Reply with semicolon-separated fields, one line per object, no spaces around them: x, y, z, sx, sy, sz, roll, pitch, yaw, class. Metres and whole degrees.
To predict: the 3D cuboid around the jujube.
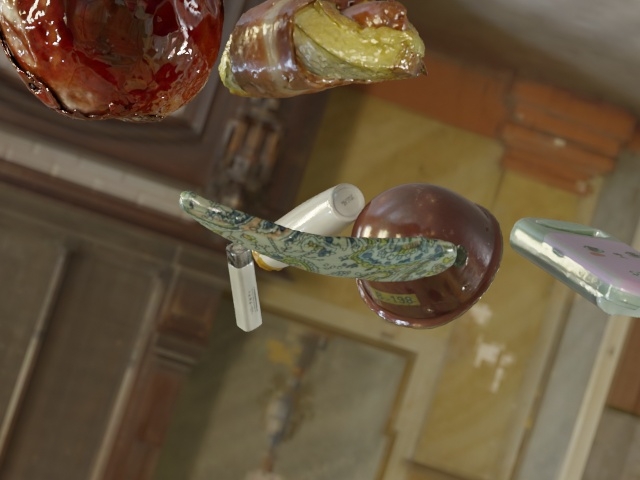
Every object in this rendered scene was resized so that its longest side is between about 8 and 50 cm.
-0.162;-0.208;1.159;0.183;0.243;0.183;-8;-179;0;jujube

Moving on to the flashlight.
-0.063;0.037;1.245;0.018;0.018;0.083;32;142;38;flashlight

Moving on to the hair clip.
0.000;0.002;1.155;0.229;0.036;0.066;13;156;-20;hair clip

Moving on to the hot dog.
-0.005;-0.169;1.261;0.123;0.093;0.261;-14;-172;-40;hot dog

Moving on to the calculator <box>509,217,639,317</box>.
0.308;0.031;1.654;0.141;0.045;0.246;8;-163;-30;calculator

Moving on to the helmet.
0.087;-0.002;1.553;0.175;0.155;0.106;15;160;45;helmet

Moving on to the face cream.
-0.015;-0.013;1.655;0.051;0.072;0.182;53;145;-4;face cream
